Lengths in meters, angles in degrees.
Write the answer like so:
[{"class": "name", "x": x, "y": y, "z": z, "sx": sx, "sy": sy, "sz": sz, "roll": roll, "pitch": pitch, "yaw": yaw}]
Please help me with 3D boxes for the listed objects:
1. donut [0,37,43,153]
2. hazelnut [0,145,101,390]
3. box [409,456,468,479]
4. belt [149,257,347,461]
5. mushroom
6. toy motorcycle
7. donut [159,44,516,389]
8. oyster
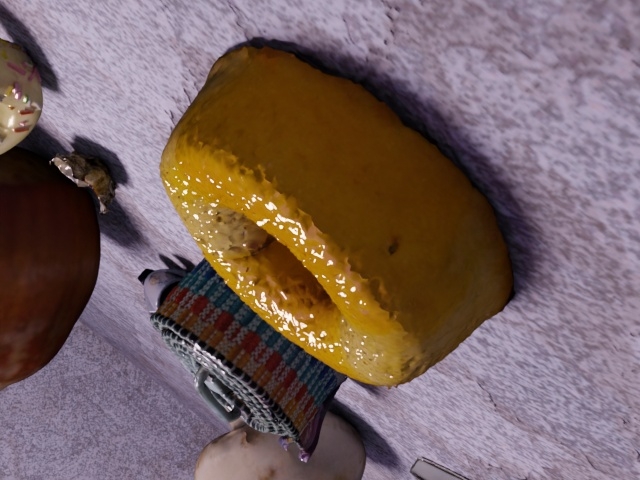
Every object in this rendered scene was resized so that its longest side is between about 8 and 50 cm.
[{"class": "donut", "x": -0.353, "y": -0.157, "z": 0.926, "sx": 0.065, "sy": 0.108, "sz": 0.166, "roll": 56, "pitch": 164, "yaw": 16}, {"class": "hazelnut", "x": -0.491, "y": 0.029, "z": 1.257, "sx": 0.365, "sy": 0.366, "sz": 0.366, "roll": 34, "pitch": 161, "yaw": 14}, {"class": "box", "x": 0.220, "y": 0.401, "z": 1.270, "sx": 0.115, "sy": 0.036, "sz": 0.177, "roll": 13, "pitch": 149, "yaw": 53}, {"class": "belt", "x": -0.090, "y": 0.147, "z": 1.064, "sx": 0.206, "sy": 0.160, "sz": 0.295, "roll": 28, "pitch": 158, "yaw": 29}, {"class": "mushroom", "x": -0.074, "y": 0.348, "z": 1.427, "sx": 0.297, "sy": 0.297, "sz": 0.290, "roll": 85, "pitch": 168, "yaw": -65}, {"class": "toy motorcycle", "x": -0.175, "y": 0.128, "z": 1.272, "sx": 0.270, "sy": 0.106, "sz": 0.159, "roll": 40, "pitch": 167, "yaw": 8}, {"class": "donut", "x": 0.000, "y": 0.000, "z": 0.645, "sx": 0.302, "sy": 0.110, "sz": 0.303, "roll": 35, "pitch": 160, "yaw": 14}, {"class": "oyster", "x": -0.295, "y": -0.081, "z": 1.089, "sx": 0.103, "sy": 0.051, "sz": 0.148, "roll": 46, "pitch": 176, "yaw": -28}]
